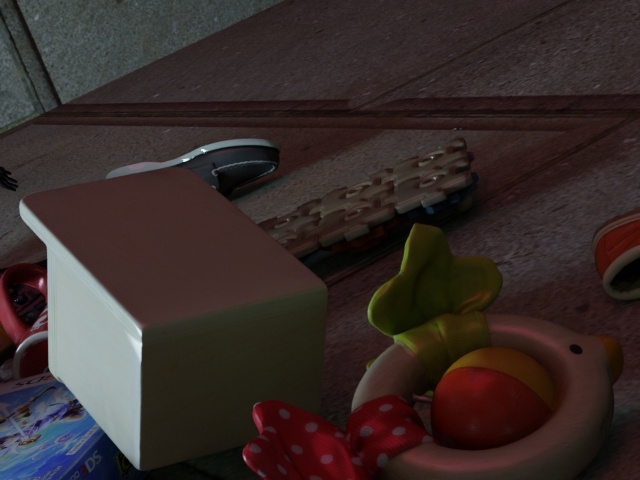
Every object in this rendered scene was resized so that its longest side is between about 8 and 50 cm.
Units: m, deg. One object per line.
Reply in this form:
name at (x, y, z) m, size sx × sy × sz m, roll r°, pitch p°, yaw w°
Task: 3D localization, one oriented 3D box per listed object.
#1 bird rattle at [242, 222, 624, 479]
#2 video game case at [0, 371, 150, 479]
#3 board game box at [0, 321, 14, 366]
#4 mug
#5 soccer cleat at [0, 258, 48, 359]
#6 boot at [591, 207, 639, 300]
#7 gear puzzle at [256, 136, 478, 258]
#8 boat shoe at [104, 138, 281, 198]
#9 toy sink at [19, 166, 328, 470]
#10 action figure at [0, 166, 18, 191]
bird rattle at (0.077, 0.101, 1.154) m, size 0.207 × 0.143 × 0.253 m, roll 5°, pitch 29°, yaw 28°
video game case at (-0.243, 0.180, 1.462) m, size 0.244 × 0.061 × 0.269 m, roll -16°, pitch 15°, yaw 27°
board game box at (-0.351, 0.157, 1.601) m, size 0.124 × 0.039 × 0.259 m, roll -52°, pitch 1°, yaw 20°
mug at (-0.225, 0.087, 1.673) m, size 0.150 × 0.113 × 0.169 m, roll -4°, pitch 23°, yaw 14°
soccer cleat at (-0.262, 0.066, 1.834) m, size 0.109 × 0.116 × 0.318 m, roll 28°, pitch 51°, yaw 35°
boot at (0.278, -0.003, 1.368) m, size 0.158 × 0.059 × 0.084 m, roll -27°, pitch 15°, yaw 18°
gear puzzle at (0.000, 0.000, 1.813) m, size 0.339 × 0.044 × 0.175 m, roll -23°, pitch 15°, yaw 8°
boat shoe at (-0.151, -0.066, 2.228) m, size 0.228 × 0.068 × 0.081 m, roll -14°, pitch -24°, yaw 16°
toy sink at (-0.119, 0.056, 1.403) m, size 0.153 × 0.131 × 0.234 m, roll -12°, pitch 31°, yaw -29°
action figure at (-0.492, 0.021, 2.287) m, size 0.276 × 0.141 × 0.164 m, roll -45°, pitch 12°, yaw 27°
